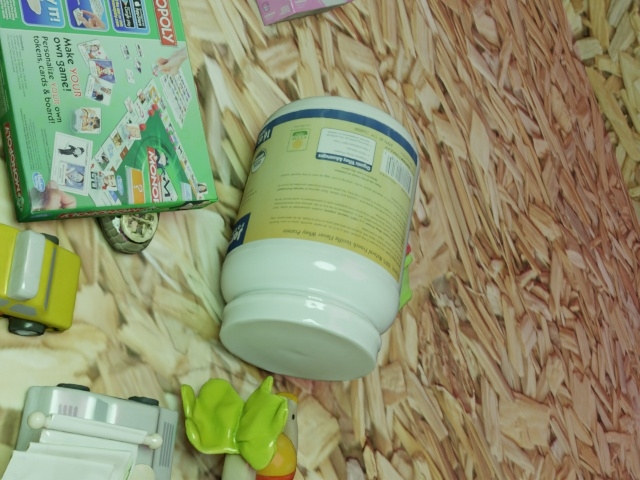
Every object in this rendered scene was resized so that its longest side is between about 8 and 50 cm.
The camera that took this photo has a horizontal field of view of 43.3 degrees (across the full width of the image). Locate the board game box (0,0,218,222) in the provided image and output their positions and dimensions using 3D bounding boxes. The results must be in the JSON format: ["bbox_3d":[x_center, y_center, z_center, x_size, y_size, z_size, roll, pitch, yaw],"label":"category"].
[{"bbox_3d":[-0.239,-0.183,0.863,0.214,0.046,0.317,-6,81,-40],"label":"board game box"}]

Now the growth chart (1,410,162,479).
[{"bbox_3d":[-0.251,0.268,0.739,0.172,0.021,0.237,39,75,-44],"label":"growth chart"}]

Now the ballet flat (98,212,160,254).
[{"bbox_3d":[-0.207,-0.107,0.935,0.084,0.058,0.249,24,61,-49],"label":"ballet flat"}]

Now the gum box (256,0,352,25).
[{"bbox_3d":[-0.028,-0.405,1.251,0.188,0.062,0.107,-33,107,-52],"label":"gum box"}]

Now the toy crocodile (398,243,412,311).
[{"bbox_3d":[0.079,-0.048,1.262,0.115,0.105,0.340,-30,105,-52],"label":"toy crocodile"}]

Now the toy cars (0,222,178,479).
[{"bbox_3d":[-0.251,0.115,0.793,0.176,0.087,0.393,-49,120,-47],"label":"toy cars"}]

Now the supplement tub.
[{"bbox_3d":[0.000,0.000,1.040,0.228,0.228,0.316,40,51,-40],"label":"supplement tub"}]

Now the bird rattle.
[{"bbox_3d":[-0.072,0.279,0.946,0.207,0.143,0.253,-11,98,-66],"label":"bird rattle"}]
